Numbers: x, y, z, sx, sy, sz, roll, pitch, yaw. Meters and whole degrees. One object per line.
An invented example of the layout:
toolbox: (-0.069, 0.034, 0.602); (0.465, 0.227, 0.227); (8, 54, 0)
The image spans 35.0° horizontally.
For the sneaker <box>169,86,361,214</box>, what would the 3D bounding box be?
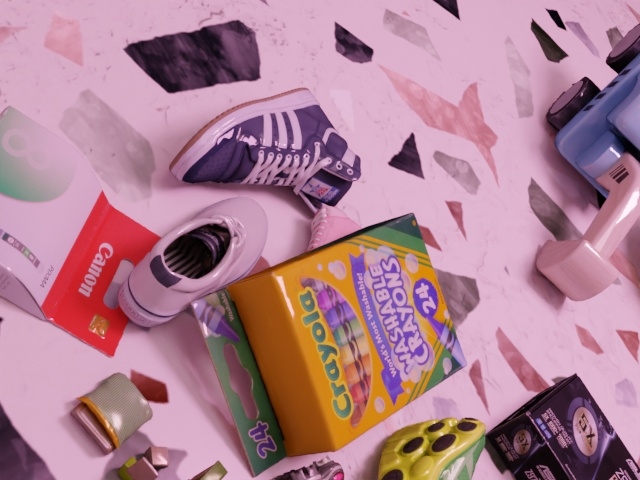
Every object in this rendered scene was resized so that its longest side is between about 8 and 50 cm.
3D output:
sneaker: (-0.053, -0.093, 1.265); (0.153, 0.099, 0.282); (52, 38, 5)

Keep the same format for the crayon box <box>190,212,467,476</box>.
crayon box: (0.024, 0.108, 1.158); (0.323, 0.083, 0.203); (-23, 94, -47)

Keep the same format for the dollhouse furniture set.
dollhouse furniture set: (-0.165, 0.191, 0.987); (0.152, 0.058, 0.076); (50, 41, 0)

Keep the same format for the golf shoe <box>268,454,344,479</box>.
golf shoe: (-0.064, 0.298, 0.968); (0.272, 0.105, 0.120); (-11, 77, -43)

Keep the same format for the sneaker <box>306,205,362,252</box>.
sneaker: (0.000, 0.000, 1.282); (0.070, 0.051, 0.134); (50, 42, 11)

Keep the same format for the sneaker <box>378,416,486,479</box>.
sneaker: (0.117, 0.300, 1.141); (0.295, 0.109, 0.124); (-47, 127, -55)

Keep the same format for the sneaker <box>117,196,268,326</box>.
sneaker: (-0.118, 0.010, 1.132); (0.094, 0.091, 0.258); (48, 36, -4)

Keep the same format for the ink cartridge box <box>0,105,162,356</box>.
ink cartridge box: (-0.271, -0.010, 1.049); (0.224, 0.056, 0.181); (33, 45, -17)

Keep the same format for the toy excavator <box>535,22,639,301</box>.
toy excavator: (0.505, -0.134, 1.664); (0.222, 0.433, 0.445); (43, 14, -8)

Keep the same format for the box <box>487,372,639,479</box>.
box: (0.327, 0.288, 1.332); (0.147, 0.077, 0.180); (-20, 75, -48)
